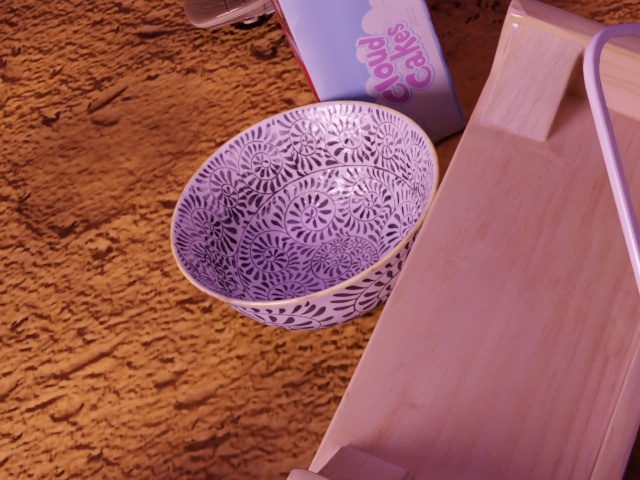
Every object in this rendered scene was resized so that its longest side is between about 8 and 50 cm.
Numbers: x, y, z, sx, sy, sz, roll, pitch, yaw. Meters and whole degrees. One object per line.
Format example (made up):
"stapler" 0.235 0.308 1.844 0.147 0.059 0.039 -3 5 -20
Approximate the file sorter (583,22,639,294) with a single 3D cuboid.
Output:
"file sorter" 0.288 -0.058 0.784 0.173 0.192 0.278 -9 -8 -40

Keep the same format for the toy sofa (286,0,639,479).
"toy sofa" 0.106 0.061 0.926 0.150 0.177 0.362 20 55 9

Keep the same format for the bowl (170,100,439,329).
"bowl" 0.000 0.000 1.060 0.170 0.080 0.170 -12 43 12

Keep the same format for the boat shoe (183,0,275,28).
"boat shoe" -0.030 -0.199 1.306 0.153 0.048 0.056 -31 55 3

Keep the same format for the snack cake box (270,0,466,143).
"snack cake box" 0.001 -0.190 1.112 0.089 0.264 0.152 -25 43 -1
